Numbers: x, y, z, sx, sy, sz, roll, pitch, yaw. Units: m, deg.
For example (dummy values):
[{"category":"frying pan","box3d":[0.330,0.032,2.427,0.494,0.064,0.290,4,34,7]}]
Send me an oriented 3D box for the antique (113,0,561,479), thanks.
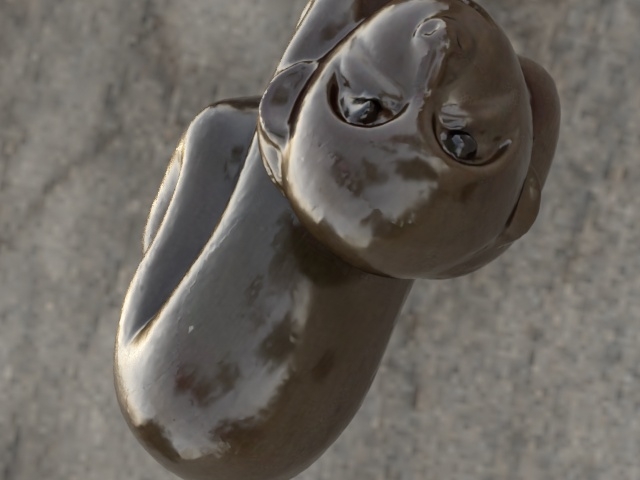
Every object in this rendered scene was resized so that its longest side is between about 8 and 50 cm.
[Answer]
[{"category":"antique","box3d":[0.000,0.000,0.791,0.257,0.121,0.143,-46,22,37]}]
